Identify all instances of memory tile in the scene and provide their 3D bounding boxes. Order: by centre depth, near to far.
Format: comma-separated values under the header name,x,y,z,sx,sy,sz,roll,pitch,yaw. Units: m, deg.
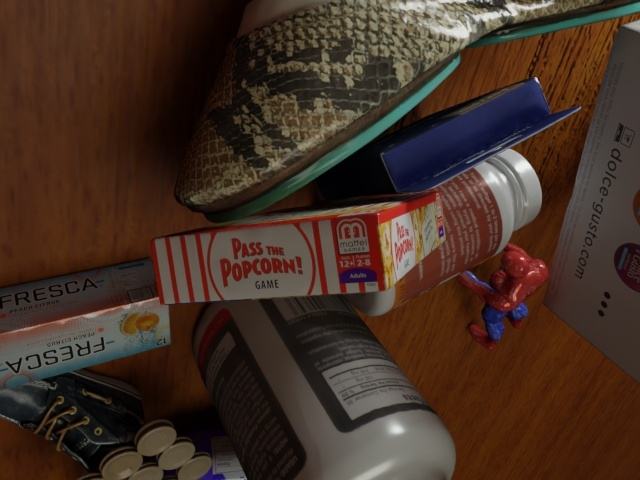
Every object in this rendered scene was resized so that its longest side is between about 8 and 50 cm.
name,x,y,z,sx,sy,sz,roll,pitch,yaw
memory tile,-0.184,0.236,0.546,0.148,0.012,0.113,-36,136,-8

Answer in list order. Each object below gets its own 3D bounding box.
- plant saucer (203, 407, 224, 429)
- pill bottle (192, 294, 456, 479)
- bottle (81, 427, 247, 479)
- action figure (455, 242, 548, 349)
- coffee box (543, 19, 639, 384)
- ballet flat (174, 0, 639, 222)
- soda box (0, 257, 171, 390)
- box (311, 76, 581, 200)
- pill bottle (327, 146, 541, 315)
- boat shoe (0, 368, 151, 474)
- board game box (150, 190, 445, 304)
name,x,y,z,sx,sy,sz,roll,pitch,yaw
plant saucer,-0.066,0.233,0.735,0.168,0.029,0.168,-18,132,-21
pill bottle,0.011,0.179,0.535,0.176,0.318,0.176,-18,132,-21
bottle,-0.118,0.272,0.650,0.283,0.092,0.118,1,115,-16
action figure,0.215,0.051,0.753,0.091,0.139,0.280,-39,158,-6
coffee box,0.473,-0.020,0.510,0.338,0.334,0.337,-22,133,-18
ballet flat,0.080,-0.196,0.431,0.483,0.164,0.182,-29,113,-19
soda box,-0.222,0.071,0.479,0.183,0.058,0.063,-12,129,-26
box,0.084,-0.077,0.469,0.136,0.225,0.036,-28,101,-14
pill bottle,0.116,-0.018,0.590,0.216,0.121,0.121,-24,134,-21
boat shoe,-0.233,0.159,0.522,0.065,0.083,0.183,-50,135,9
board game box,0.000,0.000,0.410,0.193,0.147,0.045,-21,105,-68
